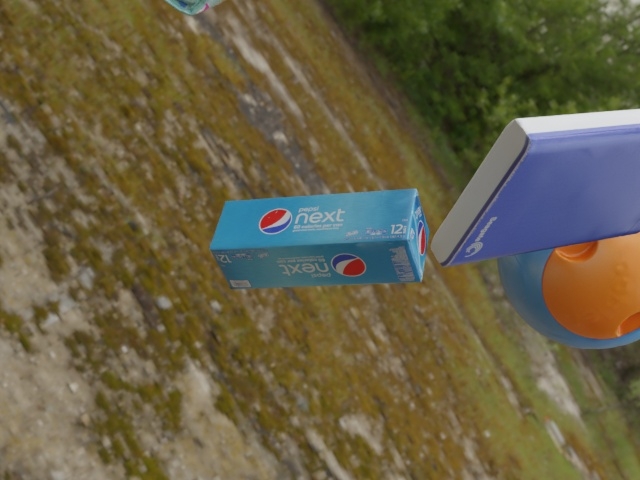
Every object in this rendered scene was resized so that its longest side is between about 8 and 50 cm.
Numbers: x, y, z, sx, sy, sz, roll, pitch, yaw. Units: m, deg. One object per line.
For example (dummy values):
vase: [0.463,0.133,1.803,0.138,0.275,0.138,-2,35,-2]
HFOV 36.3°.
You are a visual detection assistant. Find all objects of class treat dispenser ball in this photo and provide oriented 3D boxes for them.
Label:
treat dispenser ball: [0.417,0.023,1.501,0.288,0.288,0.288,54,14,-20]

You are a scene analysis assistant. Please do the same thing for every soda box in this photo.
soda box: [0.000,0.000,0.994,0.067,0.210,0.071,68,27,-44]

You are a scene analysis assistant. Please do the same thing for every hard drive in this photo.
hard drive: [0.302,-0.065,1.119,0.319,0.210,0.040,-8,55,-30]

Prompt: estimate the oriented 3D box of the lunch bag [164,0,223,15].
lunch bag: [-0.169,-0.387,1.057,0.262,0.160,0.223,38,28,-4]
